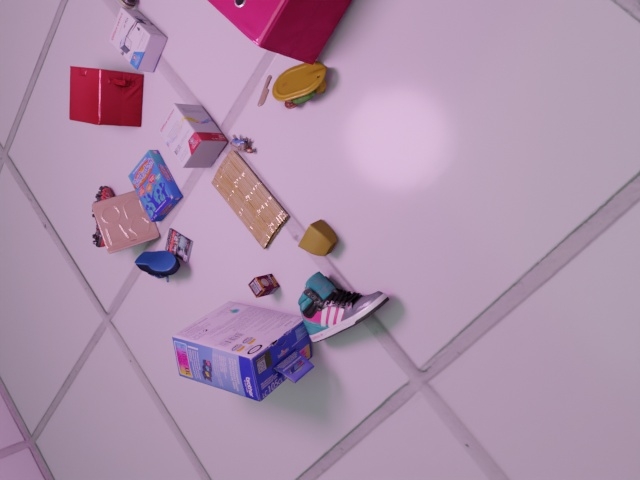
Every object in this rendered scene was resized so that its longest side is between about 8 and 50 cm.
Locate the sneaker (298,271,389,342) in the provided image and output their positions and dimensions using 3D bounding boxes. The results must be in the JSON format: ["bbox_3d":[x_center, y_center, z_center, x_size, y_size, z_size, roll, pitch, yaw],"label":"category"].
[{"bbox_3d":[0.044,0.162,1.657,0.295,0.124,0.178,-32,88,35],"label":"sneaker"}]

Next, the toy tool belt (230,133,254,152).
[{"bbox_3d":[-0.247,-0.306,1.834,0.083,0.052,0.051,15,113,32],"label":"toy tool belt"}]

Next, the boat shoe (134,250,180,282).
[{"bbox_3d":[-0.572,0.089,2.099,0.258,0.109,0.089,12,144,50],"label":"boat shoe"}]

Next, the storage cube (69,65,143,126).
[{"bbox_3d":[-0.774,-0.518,2.095,0.215,0.183,0.193,16,106,33],"label":"storage cube"}]

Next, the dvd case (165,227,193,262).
[{"bbox_3d":[-0.510,0.017,2.089,0.119,0.013,0.087,27,112,30],"label":"dvd case"}]

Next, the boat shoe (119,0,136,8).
[{"bbox_3d":[-0.687,-0.932,2.040,0.073,0.080,0.223,-18,81,41],"label":"boat shoe"}]

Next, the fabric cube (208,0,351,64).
[{"bbox_3d":[-0.097,-0.660,1.527,0.254,0.259,0.258,47,116,19],"label":"fabric cube"}]

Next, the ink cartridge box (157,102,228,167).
[{"bbox_3d":[-0.421,-0.343,1.903,0.128,0.127,0.176,-47,70,31],"label":"ink cartridge box"}]

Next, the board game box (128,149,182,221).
[{"bbox_3d":[-0.600,-0.197,2.101,0.160,0.047,0.210,-40,73,32],"label":"board game box"}]

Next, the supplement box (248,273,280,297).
[{"bbox_3d":[-0.178,0.142,1.827,0.043,0.083,0.055,-46,70,30],"label":"supplement box"}]

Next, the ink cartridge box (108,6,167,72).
[{"bbox_3d":[-0.644,-0.705,2.040,0.190,0.082,0.139,44,119,21],"label":"ink cartridge box"}]

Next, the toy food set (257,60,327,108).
[{"bbox_3d":[-0.065,-0.439,1.681,0.218,0.071,0.128,-8,58,29],"label":"toy food set"}]

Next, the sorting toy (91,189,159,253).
[{"bbox_3d":[-0.717,-0.071,2.141,0.038,0.193,0.208,123,125,-71],"label":"sorting toy"}]

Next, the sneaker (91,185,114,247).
[{"bbox_3d":[-0.802,-0.090,2.232,0.097,0.135,0.276,-49,45,43],"label":"sneaker"}]

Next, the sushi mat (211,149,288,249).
[{"bbox_3d":[-0.232,-0.135,1.866,0.316,0.019,0.151,50,122,20],"label":"sushi mat"}]

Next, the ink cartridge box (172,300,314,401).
[{"bbox_3d":[-0.211,0.329,1.754,0.395,0.270,0.151,5,113,35],"label":"ink cartridge box"}]

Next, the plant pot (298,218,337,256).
[{"bbox_3d":[0.000,0.000,1.687,0.083,0.081,0.081,36,116,14],"label":"plant pot"}]
